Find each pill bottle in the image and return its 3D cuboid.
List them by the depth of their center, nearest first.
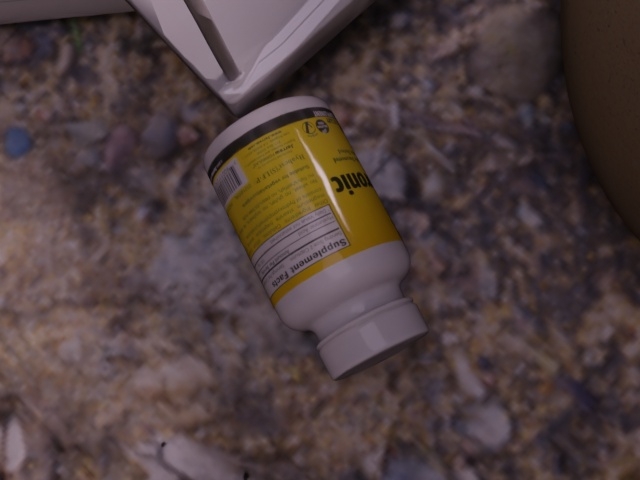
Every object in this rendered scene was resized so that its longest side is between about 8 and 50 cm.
[{"bbox_3d":[0.000,0.000,0.410,0.065,0.065,0.116,-27,78,0],"label":"pill bottle"}]

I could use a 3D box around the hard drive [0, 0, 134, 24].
[{"bbox_3d":[-0.097,-0.233,0.478,0.353,0.047,0.233,-4,78,6],"label":"hard drive"}]

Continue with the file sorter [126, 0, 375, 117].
[{"bbox_3d":[-0.065,-0.231,0.363,0.193,0.173,0.277,-42,78,-3],"label":"file sorter"}]

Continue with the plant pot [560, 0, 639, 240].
[{"bbox_3d":[0.204,-0.116,0.302,0.284,0.191,0.284,-10,69,26],"label":"plant pot"}]
